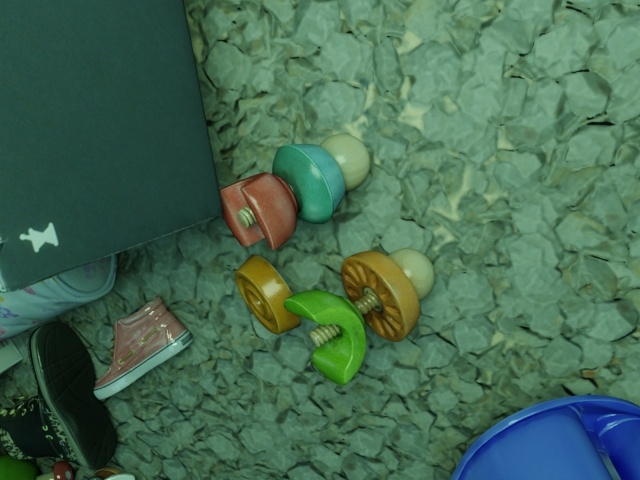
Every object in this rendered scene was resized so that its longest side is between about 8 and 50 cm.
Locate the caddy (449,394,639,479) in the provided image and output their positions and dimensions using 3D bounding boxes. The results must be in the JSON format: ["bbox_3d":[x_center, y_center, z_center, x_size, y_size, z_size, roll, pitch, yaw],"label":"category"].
[{"bbox_3d":[0.245,0.319,0.538,0.241,0.179,0.341,13,113,-12],"label":"caddy"}]

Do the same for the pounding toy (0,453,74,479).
[{"bbox_3d":[-0.452,0.454,0.834,0.236,0.110,0.183,65,153,28],"label":"pounding toy"}]

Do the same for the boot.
[{"bbox_3d":[-0.426,0.241,0.775,0.179,0.085,0.236,-9,105,23],"label":"boot"}]

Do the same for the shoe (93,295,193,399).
[{"bbox_3d":[-0.262,0.147,0.705,0.178,0.063,0.081,-33,94,19],"label":"shoe"}]

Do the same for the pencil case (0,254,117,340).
[{"bbox_3d":[-0.404,0.061,0.684,0.273,0.124,0.113,-23,57,25],"label":"pencil case"}]

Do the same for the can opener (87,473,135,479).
[{"bbox_3d":[-0.285,0.493,0.787,0.280,0.074,0.093,68,156,7],"label":"can opener"}]

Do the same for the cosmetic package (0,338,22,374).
[{"bbox_3d":[-0.561,0.222,0.726,0.099,0.239,0.060,-24,100,24],"label":"cosmetic package"}]

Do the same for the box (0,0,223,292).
[{"bbox_3d":[-0.322,-0.144,0.483,0.396,0.212,0.293,6,111,36],"label":"box"}]

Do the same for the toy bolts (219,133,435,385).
[{"bbox_3d":[0.000,0.000,0.557,0.218,0.158,0.228,13,131,57],"label":"toy bolts"}]

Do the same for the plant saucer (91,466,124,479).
[{"bbox_3d":[-0.339,0.407,0.841,0.084,0.013,0.083,6,110,15],"label":"plant saucer"}]
